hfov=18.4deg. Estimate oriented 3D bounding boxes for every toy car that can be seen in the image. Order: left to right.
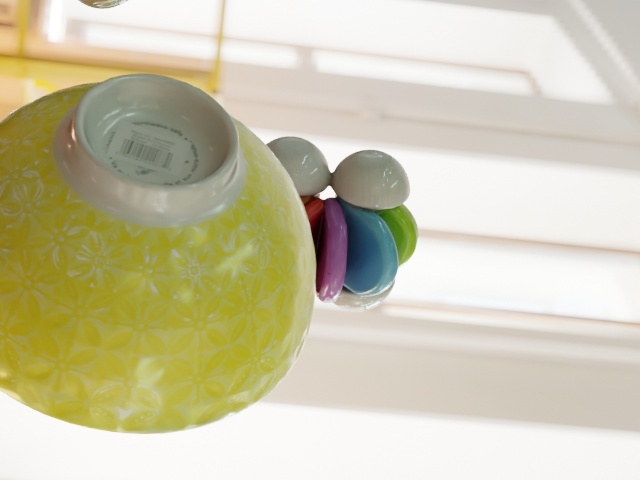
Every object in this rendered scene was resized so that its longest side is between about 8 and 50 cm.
[{"bbox_3d":[0.000,0.000,1.836,0.136,0.182,0.159,-81,-179,-60],"label":"toy car"}]

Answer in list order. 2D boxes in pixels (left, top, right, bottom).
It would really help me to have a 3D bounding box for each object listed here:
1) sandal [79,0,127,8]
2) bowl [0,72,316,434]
[{"bbox_3d":[-0.114,-0.186,1.091,0.049,0.072,0.180,49,23,-45],"label":"sandal"},{"bbox_3d":[-0.129,-0.024,1.391,0.156,0.289,0.289,108,-13,-44],"label":"bowl"}]
